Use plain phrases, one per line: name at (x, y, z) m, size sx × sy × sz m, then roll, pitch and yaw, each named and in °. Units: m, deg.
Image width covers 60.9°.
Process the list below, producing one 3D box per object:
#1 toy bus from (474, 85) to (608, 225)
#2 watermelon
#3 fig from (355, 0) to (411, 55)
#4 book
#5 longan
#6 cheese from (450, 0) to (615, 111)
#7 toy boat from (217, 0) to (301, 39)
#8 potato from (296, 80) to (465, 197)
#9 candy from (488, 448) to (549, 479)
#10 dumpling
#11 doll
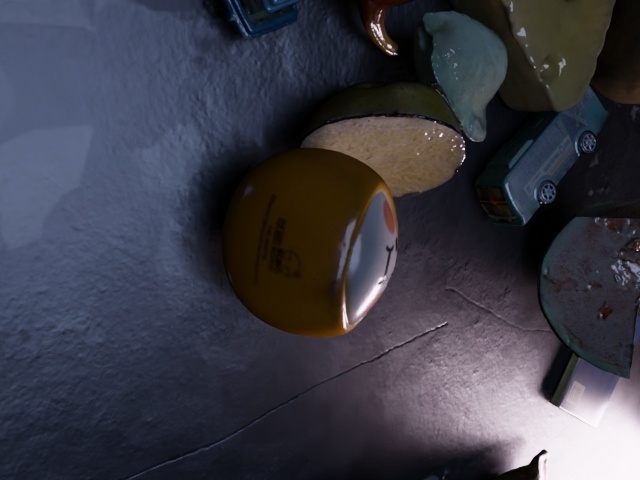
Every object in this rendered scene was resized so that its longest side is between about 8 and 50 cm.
toy bus at (0.360, -0.140, 0.890) m, size 0.261 × 0.091 × 0.109 m, roll -48°, pitch 111°, yaw -16°
watermelon at (0.506, 0.085, 0.976) m, size 0.224 × 0.180 × 0.305 m, roll -12°, pitch 110°, yaw -15°
fig at (0.079, -0.330, 0.630) m, size 0.175 × 0.175 × 0.207 m, roll 7°, pitch 117°, yaw -34°
book at (0.601, 0.257, 1.171) m, size 0.191 × 0.025 × 0.269 m, roll 31°, pitch 84°, yaw -35°
longan at (0.544, -0.356, 0.887) m, size 0.246 × 0.215 × 0.245 m, roll 0°, pitch 81°, yaw -2°
cheese at (0.289, -0.404, 0.769) m, size 0.384 × 0.104 × 0.383 m, roll -9°, pitch 106°, yaw -32°
toy boat at (-0.082, -0.335, 0.552) m, size 0.109 × 0.098 × 0.237 m, roll -32°, pitch 116°, yaw -26°
potato at (0.073, -0.143, 0.681) m, size 0.203 × 0.182 × 0.117 m, roll -1°, pitch 67°, yaw 2°
candy at (0.359, 0.502, 1.032) m, size 0.272 × 0.101 × 0.143 m, roll -7°, pitch 99°, yaw -37°
dumpling at (0.186, -0.216, 0.737) m, size 0.217 × 0.105 × 0.149 m, roll -4°, pitch 111°, yaw -55°
doll at (0.000, 0.000, 0.644) m, size 0.236 × 0.214 × 0.213 m, roll -5°, pitch 107°, yaw -69°
